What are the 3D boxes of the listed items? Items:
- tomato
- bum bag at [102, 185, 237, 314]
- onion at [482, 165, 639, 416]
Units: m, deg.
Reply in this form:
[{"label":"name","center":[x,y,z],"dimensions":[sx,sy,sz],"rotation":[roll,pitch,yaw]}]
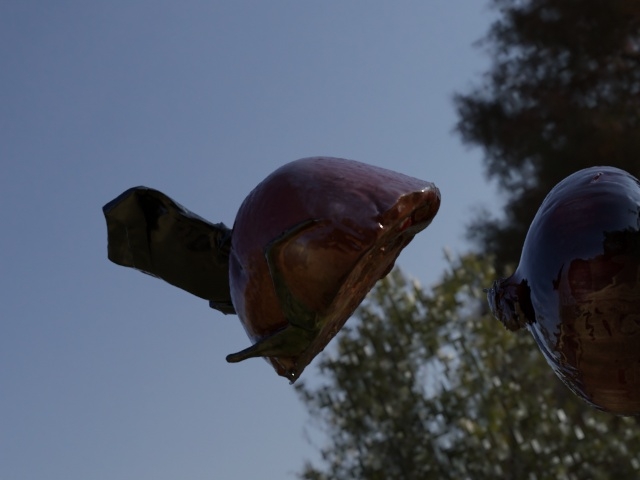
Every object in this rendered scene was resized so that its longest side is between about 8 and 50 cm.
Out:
[{"label":"tomato","center":[-0.006,-0.002,1.421],"dimensions":[0.309,0.170,0.309],"rotation":[-50,-5,-6]},{"label":"bum bag","center":[-0.151,0.026,1.702],"dimensions":[0.310,0.074,0.137],"rotation":[26,-54,-14]},{"label":"onion","center":[0.364,0.075,1.773],"dimensions":[0.286,0.347,0.347],"rotation":[-11,-16,17]}]
